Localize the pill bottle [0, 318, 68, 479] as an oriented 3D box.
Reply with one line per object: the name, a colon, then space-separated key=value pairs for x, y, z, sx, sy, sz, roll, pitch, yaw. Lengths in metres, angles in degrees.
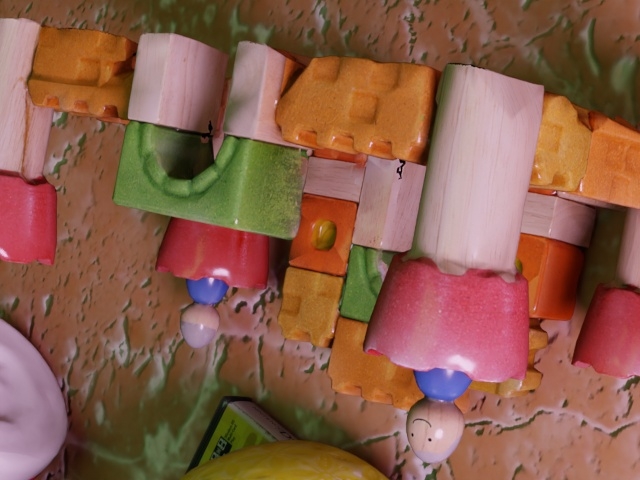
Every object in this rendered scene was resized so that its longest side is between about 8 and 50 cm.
pill bottle: x=-0.370 y=0.207 z=1.400 sx=0.318 sy=0.176 sz=0.176 roll=-44 pitch=60 yaw=25

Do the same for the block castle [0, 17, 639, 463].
block castle: x=0.000 y=0.000 z=1.059 sx=0.453 sy=0.303 sz=0.213 roll=11 pitch=92 yaw=39

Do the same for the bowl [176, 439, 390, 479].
bowl: x=-0.063 y=0.279 z=1.118 sx=0.289 sy=0.156 sz=0.289 roll=-5 pitch=82 yaw=37

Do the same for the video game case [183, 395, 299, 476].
video game case: x=-0.040 y=0.293 z=1.220 sx=0.248 sy=0.035 sz=0.275 roll=36 pitch=107 yaw=35
